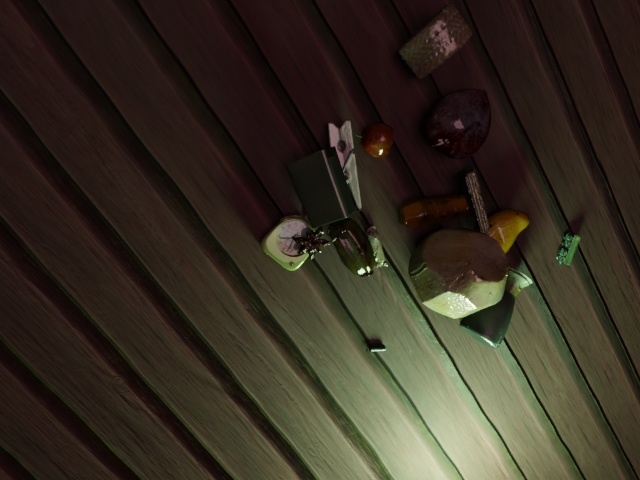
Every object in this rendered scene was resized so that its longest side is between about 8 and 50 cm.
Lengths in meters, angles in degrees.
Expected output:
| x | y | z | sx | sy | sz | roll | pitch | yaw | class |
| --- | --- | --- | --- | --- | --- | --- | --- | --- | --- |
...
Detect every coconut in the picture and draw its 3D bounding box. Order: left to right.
| x | y | z | sx | sy | sz | roll | pitch | yaw | class |
| --- | --- | --- | --- | --- | --- | --- | --- | --- | --- |
| 0.502 | 0.120 | 1.578 | 0.352 | 0.352 | 0.352 | -2 | 100 | -13 | coconut |

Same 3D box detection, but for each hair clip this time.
| x | y | z | sx | sy | sz | roll | pitch | yaw | class |
| --- | --- | --- | --- | --- | --- | --- | --- | --- | --- |
| 0.086 | -0.262 | 1.517 | 0.101 | 0.085 | 0.331 | -5 | 106 | 8 | hair clip |

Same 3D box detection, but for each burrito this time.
| x | y | z | sx | sy | sz | roll | pitch | yaw | class |
| --- | --- | --- | --- | --- | --- | --- | --- | --- | --- |
| 0.215 | 0.026 | 1.628 | 0.051 | 0.042 | 0.171 | -20 | 107 | -6 | burrito |

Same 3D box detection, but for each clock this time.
| x | y | z | sx | sy | sz | roll | pitch | yaw | class |
| --- | --- | --- | --- | --- | --- | --- | --- | --- | --- |
| -0.093 | -0.018 | 1.533 | 0.170 | 0.069 | 0.232 | 41 | 88 | -16 | clock |

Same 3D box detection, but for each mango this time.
| x | y | z | sx | sy | sz | roll | pitch | yaw | class |
| --- | --- | --- | --- | --- | --- | --- | --- | --- | --- |
| 0.719 | -0.029 | 1.703 | 0.262 | 0.109 | 0.157 | -39 | 93 | -5 | mango |

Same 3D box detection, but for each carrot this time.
| x | y | z | sx | sy | sz | roll | pitch | yaw | class |
| --- | --- | --- | --- | --- | --- | --- | --- | --- | --- |
| 0.447 | -0.117 | 1.620 | 0.302 | 0.114 | 0.114 | -10 | 102 | -13 | carrot |

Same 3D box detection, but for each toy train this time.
| x | y | z | sx | sy | sz | roll | pitch | yaw | class |
| --- | --- | --- | --- | --- | --- | --- | --- | --- | --- |
| 1.077 | 0.038 | 1.832 | 0.071 | 0.038 | 0.148 | 16 | 97 | -15 | toy train |

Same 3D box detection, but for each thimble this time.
| x | y | z | sx | sy | sz | roll | pitch | yaw | class |
| --- | --- | --- | --- | --- | --- | --- | --- | --- | --- |
| 0.395 | -0.692 | 1.467 | 0.229 | 0.196 | 0.148 | -35 | 105 | 26 | thimble |

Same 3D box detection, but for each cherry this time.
| x | y | z | sx | sy | sz | roll | pitch | yaw | class |
| --- | --- | --- | --- | --- | --- | --- | --- | --- | --- |
| 0.506 | -0.428 | 1.532 | 0.230 | 0.203 | 0.300 | 39 | 81 | -9 | cherry |

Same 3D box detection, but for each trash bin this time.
| x | y | z | sx | sy | sz | roll | pitch | yaw | class |
| --- | --- | --- | --- | --- | --- | --- | --- | --- | --- |
| 0.004 | -0.181 | 1.460 | 0.164 | 0.122 | 0.240 | -16 | 100 | 24 | trash bin |

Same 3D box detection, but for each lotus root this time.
| x | y | z | sx | sy | sz | roll | pitch | yaw | class |
| --- | --- | --- | --- | --- | --- | --- | --- | --- | --- |
| 0.121 | 0.024 | 1.564 | 0.124 | 0.123 | 0.241 | -21 | 109 | 21 | lotus root |

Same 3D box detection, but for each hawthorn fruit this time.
| x | y | z | sx | sy | sz | roll | pitch | yaw | class |
| --- | --- | --- | --- | --- | --- | --- | --- | --- | --- |
| 0.198 | -0.359 | 1.517 | 0.140 | 0.125 | 0.125 | -21 | 104 | 4 | hawthorn fruit |

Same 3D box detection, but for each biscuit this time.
| x | y | z | sx | sy | sz | roll | pitch | yaw | class |
| --- | --- | --- | --- | --- | --- | --- | --- | --- | --- |
| 0.605 | -0.154 | 1.624 | 0.052 | 0.150 | 0.252 | -13 | 101 | 20 | biscuit |

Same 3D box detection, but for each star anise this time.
| x | y | z | sx | sy | sz | roll | pitch | yaw | class |
| --- | --- | --- | --- | --- | --- | --- | --- | --- | --- |
| 0.000 | 0.000 | 1.483 | 0.191 | 0.070 | 0.097 | -29 | 96 | 3 | star anise |

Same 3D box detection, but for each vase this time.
| x | y | z | sx | sy | sz | roll | pitch | yaw | class |
| --- | --- | --- | --- | --- | --- | --- | --- | --- | --- |
| 0.733 | 0.271 | 1.738 | 0.173 | 0.173 | 0.321 | 39 | 83 | -16 | vase |

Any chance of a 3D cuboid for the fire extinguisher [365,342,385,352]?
| x | y | z | sx | sy | sz | roll | pitch | yaw | class |
| --- | --- | --- | --- | --- | --- | --- | --- | --- | --- |
| 0.221 | 0.435 | 1.710 | 0.083 | 0.025 | 0.038 | 0 | 62 | -13 | fire extinguisher |
